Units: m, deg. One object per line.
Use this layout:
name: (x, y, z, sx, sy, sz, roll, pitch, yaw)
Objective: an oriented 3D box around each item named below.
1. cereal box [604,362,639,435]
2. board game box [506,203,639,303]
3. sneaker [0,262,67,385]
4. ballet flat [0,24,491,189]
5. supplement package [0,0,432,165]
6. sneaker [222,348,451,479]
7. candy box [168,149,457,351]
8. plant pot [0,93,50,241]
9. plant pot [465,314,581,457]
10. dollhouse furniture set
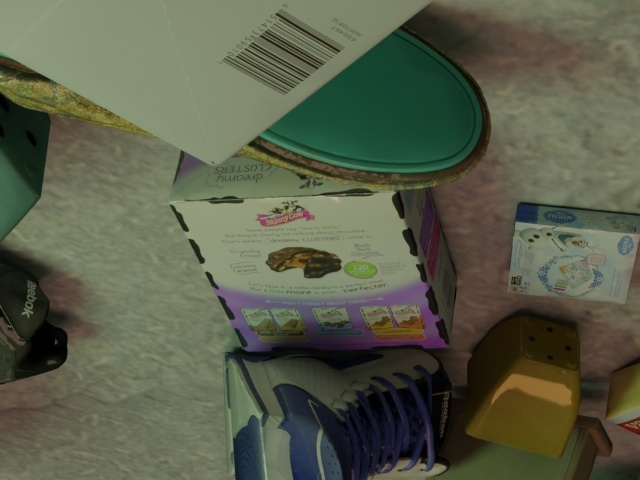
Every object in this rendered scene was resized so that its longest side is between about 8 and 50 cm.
cereal box: (0.371, 0.145, 1.457, 0.240, 0.047, 0.173, 26, 150, -22)
board game box: (0.184, 0.011, 1.351, 0.090, 0.020, 0.090, 7, 144, 5)
sneaker: (-0.273, 0.043, 1.461, 0.106, 0.078, 0.234, -8, 145, 19)
ballet flat: (-0.066, -0.107, 1.184, 0.348, 0.123, 0.123, 13, 145, -6)
supplement package: (-0.053, -0.219, 0.875, 0.198, 0.262, 0.199, 28, 141, -25)
sneaker: (0.020, 0.137, 1.420, 0.182, 0.127, 0.315, -5, -175, -6)
candy box: (0.000, 0.000, 1.336, 0.165, 0.070, 0.196, -2, 144, 16)
plant pot: (-0.311, -0.045, 1.248, 0.234, 0.165, 0.166, -26, 123, 15)
plant pot: (0.165, 0.106, 1.442, 0.081, 0.081, 0.083, 15, 132, -8)
dollhouse furniture set: (0.227, 0.304, 1.543, 0.286, 0.198, 0.303, 6, 149, 30)
